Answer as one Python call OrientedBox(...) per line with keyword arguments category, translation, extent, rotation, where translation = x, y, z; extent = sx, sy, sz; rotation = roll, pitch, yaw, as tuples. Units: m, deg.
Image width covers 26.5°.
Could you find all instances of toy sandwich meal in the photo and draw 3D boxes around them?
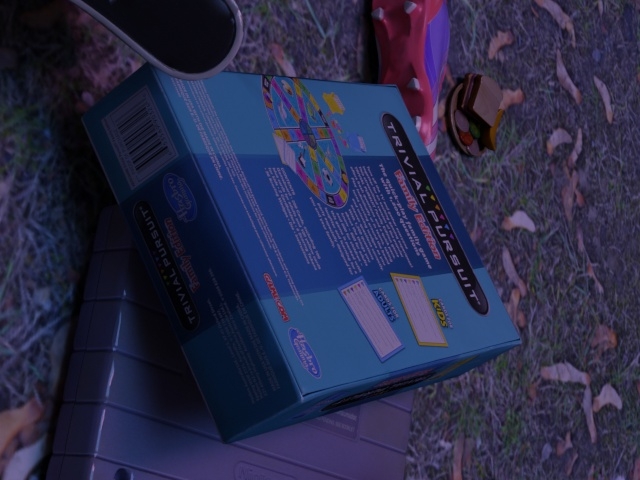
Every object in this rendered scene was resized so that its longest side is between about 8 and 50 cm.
OrientedBox(category="toy sandwich meal", translation=(0.162, -0.127, 1.387), extent=(0.085, 0.029, 0.086), rotation=(10, 77, -50))

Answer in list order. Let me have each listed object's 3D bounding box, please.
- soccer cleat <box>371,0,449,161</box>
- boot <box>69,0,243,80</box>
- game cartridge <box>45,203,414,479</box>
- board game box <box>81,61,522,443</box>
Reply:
OrientedBox(category="soccer cleat", translation=(0.086, -0.137, 1.260), extent=(0.095, 0.083, 0.248), rotation=(23, 65, -52))
OrientedBox(category="boot", translation=(-0.160, -0.202, 0.879), extent=(0.244, 0.176, 0.088), rotation=(43, 93, -17))
OrientedBox(category="game cartridge", translation=(-0.052, 0.128, 1.068), extent=(0.355, 0.068, 0.230), rotation=(28, 60, -45))
OrientedBox(category="board game box", translation=(0.000, 0.000, 1.041), extent=(0.336, 0.079, 0.254), rotation=(-4, 66, -57))
